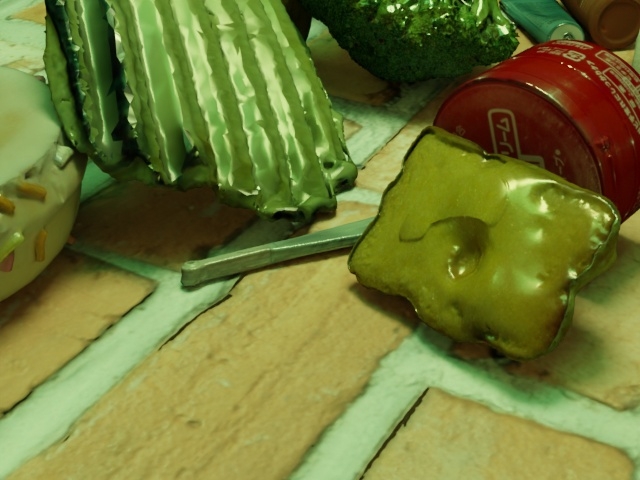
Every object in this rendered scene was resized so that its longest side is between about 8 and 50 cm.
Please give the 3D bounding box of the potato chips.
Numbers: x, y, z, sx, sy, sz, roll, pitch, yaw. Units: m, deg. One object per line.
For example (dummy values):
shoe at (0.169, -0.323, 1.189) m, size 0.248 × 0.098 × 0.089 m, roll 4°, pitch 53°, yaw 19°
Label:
potato chips at (-0.122, -0.198, 1.142) m, size 0.358 × 0.070 × 0.429 m, roll 9°, pitch 53°, yaw -43°

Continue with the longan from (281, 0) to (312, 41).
longan at (-0.082, -0.283, 1.390) m, size 0.154 × 0.145 × 0.176 m, roll 7°, pitch 50°, yaw -21°

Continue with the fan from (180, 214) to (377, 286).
fan at (0.000, 0.000, 1.065) m, size 0.282 × 0.023 × 0.057 m, roll -12°, pitch 36°, yaw -17°

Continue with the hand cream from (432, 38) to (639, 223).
hand cream at (0.208, -0.080, 1.024) m, size 0.193 × 0.193 × 0.125 m, roll 26°, pitch 40°, yaw 36°

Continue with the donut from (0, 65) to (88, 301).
donut at (-0.398, -0.038, 1.031) m, size 0.382 × 0.142 × 0.383 m, roll -2°, pitch 33°, yaw 1°

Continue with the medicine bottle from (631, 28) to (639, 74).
medicine bottle at (0.513, -0.158, 1.107) m, size 0.371 × 0.211 × 0.211 m, roll 15°, pitch 36°, yaw 24°

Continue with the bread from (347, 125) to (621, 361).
bread at (0.142, 0.007, 0.948) m, size 0.088 × 0.161 × 0.233 m, roll 22°, pitch 6°, yaw -42°

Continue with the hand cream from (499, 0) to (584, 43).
hand cream at (0.301, -0.292, 1.490) m, size 0.083 × 0.048 × 0.224 m, roll -3°, pitch 27°, yaw -3°

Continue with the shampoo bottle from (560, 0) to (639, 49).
shampoo bottle at (0.364, -0.341, 1.517) m, size 0.085 × 0.085 × 0.244 m, roll -6°, pitch 34°, yaw -7°

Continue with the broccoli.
broccoli at (0.100, -0.323, 1.314) m, size 0.307 × 0.275 × 0.308 m, roll 17°, pitch 40°, yaw -15°
